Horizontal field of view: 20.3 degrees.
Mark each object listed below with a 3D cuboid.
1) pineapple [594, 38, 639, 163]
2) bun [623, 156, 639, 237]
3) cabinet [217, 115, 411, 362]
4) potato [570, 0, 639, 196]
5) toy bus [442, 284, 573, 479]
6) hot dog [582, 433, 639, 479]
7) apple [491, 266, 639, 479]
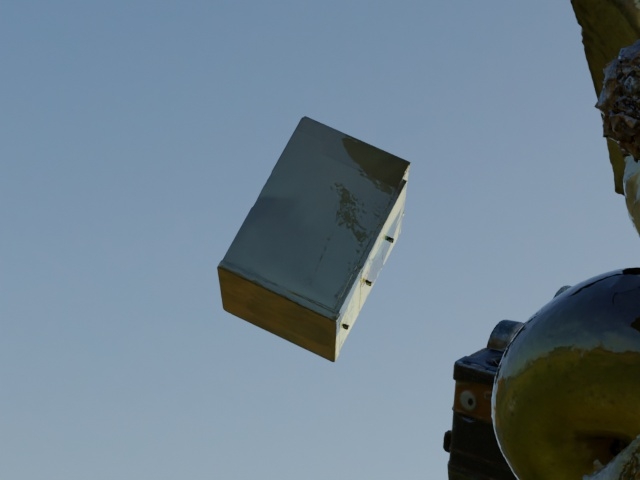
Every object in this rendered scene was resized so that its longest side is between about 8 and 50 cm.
[{"bbox_3d":[0.247,-0.074,1.085,0.221,0.083,0.103,15,-52,-47],"label":"pineapple"},{"bbox_3d":[0.349,-0.047,1.351,0.244,0.244,0.153,-1,-52,37],"label":"bun"},{"bbox_3d":[0.000,0.000,2.019,0.150,0.206,0.145,25,-20,10],"label":"cabinet"},{"bbox_3d":[0.328,-0.199,1.724,0.112,0.269,0.255,15,-11,38],"label":"potato"},{"bbox_3d":[0.276,0.176,1.918,0.162,0.194,0.323,15,21,32],"label":"toy bus"},{"bbox_3d":[0.182,0.160,1.036,0.169,0.078,0.061,-42,-20,26],"label":"hot dog"},{"bbox_3d":[0.211,0.110,1.183,0.196,0.157,0.196,18,-56,28],"label":"apple"}]
